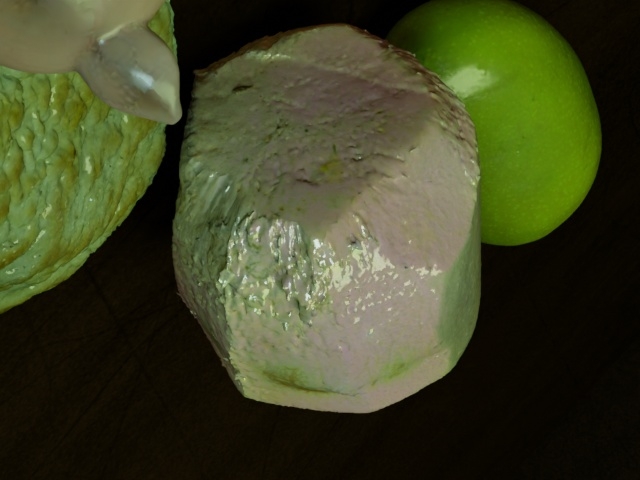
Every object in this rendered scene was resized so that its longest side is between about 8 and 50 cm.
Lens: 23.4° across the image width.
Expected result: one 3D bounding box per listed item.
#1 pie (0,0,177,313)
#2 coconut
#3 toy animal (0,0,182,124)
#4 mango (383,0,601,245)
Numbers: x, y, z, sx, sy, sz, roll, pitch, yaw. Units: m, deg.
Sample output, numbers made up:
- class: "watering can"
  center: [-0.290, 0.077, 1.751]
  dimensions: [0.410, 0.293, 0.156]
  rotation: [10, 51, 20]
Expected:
- class: "pie"
  center: [-0.175, -0.060, 0.881]
  dimensions: [0.257, 0.105, 0.274]
  rotation: [-46, 157, -21]
- class: "coconut"
  center: [0.000, 0.000, 1.082]
  dimensions: [0.233, 0.233, 0.245]
  rotation: [-35, 148, -21]
- class: "toy animal"
  center: [-0.108, -0.194, 0.692]
  dimensions: [0.149, 0.165, 0.248]
  rotation: [-77, -176, -71]
- class: "mango"
  center: [0.135, -0.101, 1.258]
  dimensions: [0.175, 0.143, 0.293]
  rotation: [-40, 145, 3]
